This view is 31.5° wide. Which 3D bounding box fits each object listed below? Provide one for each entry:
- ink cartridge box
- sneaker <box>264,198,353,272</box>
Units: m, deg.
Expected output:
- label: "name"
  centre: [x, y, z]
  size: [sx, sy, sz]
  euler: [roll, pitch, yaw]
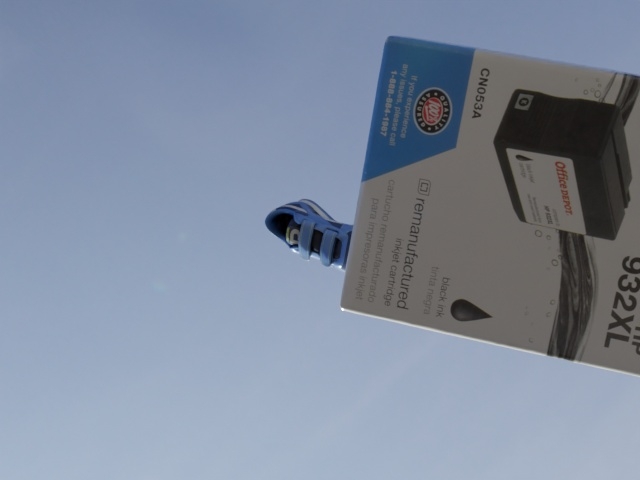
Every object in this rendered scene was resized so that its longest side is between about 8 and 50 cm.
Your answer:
- label: "ink cartridge box"
  centre: [0.192, -0.027, 0.895]
  size: [0.129, 0.308, 0.223]
  euler: [-26, -53, -74]
- label: "sneaker"
  centre: [0.000, 0.000, 1.174]
  size: [0.059, 0.144, 0.053]
  euler: [-5, -67, -43]
